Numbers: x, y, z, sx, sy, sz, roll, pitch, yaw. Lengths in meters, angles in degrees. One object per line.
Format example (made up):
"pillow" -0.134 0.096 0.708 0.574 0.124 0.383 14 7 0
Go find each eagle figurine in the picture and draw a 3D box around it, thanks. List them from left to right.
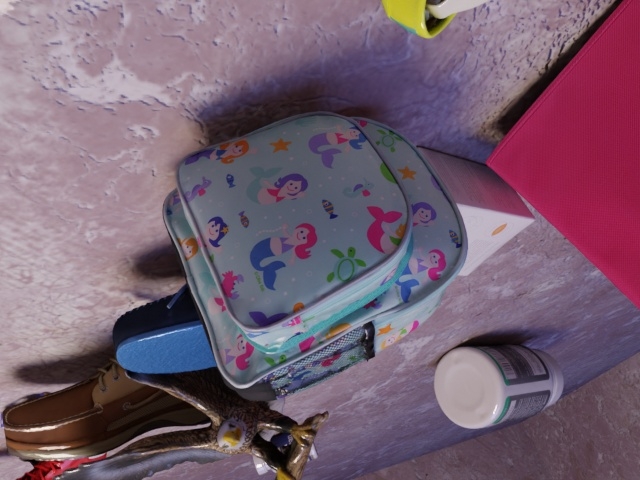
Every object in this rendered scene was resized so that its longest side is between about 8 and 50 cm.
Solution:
"eagle figurine" -0.149 0.241 0.687 0.298 0.226 0.225 20 131 -7

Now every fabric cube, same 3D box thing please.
"fabric cube" 0.396 -0.075 0.545 0.259 0.258 0.254 11 125 -43

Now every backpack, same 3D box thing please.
"backpack" 0.000 0.000 0.482 0.254 0.225 0.191 -20 154 -14

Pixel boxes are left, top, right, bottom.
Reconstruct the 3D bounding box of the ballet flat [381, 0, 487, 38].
"ballet flat" 0.141 -0.230 0.353 0.231 0.077 0.077 -39 145 25

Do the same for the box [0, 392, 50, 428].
"box" -0.433 0.278 0.824 0.081 0.028 0.136 -25 147 5

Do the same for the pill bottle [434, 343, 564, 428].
"pill bottle" 0.495 0.385 1.406 0.361 0.204 0.204 8 137 -39

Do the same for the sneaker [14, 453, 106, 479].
"sneaker" -0.475 0.388 0.888 0.221 0.087 0.128 -15 124 -52

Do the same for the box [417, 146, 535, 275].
"box" 0.158 -0.029 0.660 0.171 0.091 0.130 6 139 -38

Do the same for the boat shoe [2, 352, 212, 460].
"boat shoe" -0.273 0.212 0.752 0.324 0.123 0.119 -5 107 -33

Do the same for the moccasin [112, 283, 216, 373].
"moccasin" -0.079 0.069 0.643 0.342 0.116 0.137 -11 148 -25

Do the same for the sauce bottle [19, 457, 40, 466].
"sauce bottle" -0.507 0.405 0.959 0.042 0.042 0.128 -22 145 -1

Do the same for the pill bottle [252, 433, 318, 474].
"pill bottle" -0.100 0.590 1.451 0.169 0.094 0.094 -19 149 -6
